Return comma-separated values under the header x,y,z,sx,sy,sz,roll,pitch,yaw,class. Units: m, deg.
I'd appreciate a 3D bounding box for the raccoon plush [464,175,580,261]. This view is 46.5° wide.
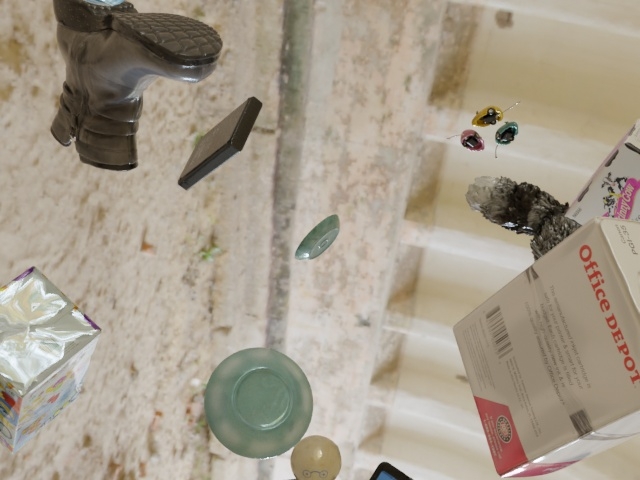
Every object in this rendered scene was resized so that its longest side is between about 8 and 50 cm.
x,y,z,sx,sy,sz,roll,pitch,yaw,class
0.438,0.092,1.383,0.299,0.447,0.216,-59,154,-29,raccoon plush

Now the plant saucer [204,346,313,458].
x,y,z,sx,sy,sz,roll,pitch,yaw,class
-0.102,0.276,1.286,0.037,0.195,0.194,127,-19,-64,plant saucer

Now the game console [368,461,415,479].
x,y,z,sx,sy,sz,roll,pitch,yaw,class
0.103,0.385,1.011,0.122,0.071,0.107,-56,-146,-7,game console

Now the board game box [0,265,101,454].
x,y,z,sx,sy,sz,roll,pitch,yaw,class
-0.447,0.187,1.115,0.144,0.142,0.275,-44,174,-39,board game box

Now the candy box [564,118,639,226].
x,y,z,sx,sy,sz,roll,pitch,yaw,class
0.474,-0.047,1.041,0.070,0.196,0.164,-47,166,-37,candy box

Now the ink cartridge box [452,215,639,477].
x,y,z,sx,sy,sz,roll,pitch,yaw,class
0.301,0.133,0.868,0.283,0.117,0.207,-51,-137,48,ink cartridge box

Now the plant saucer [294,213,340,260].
x,y,z,sx,sy,sz,roll,pitch,yaw,class
0.000,0.000,1.453,0.119,0.021,0.119,-42,163,-16,plant saucer

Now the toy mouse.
x,y,z,sx,sy,sz,roll,pitch,yaw,class
0.344,-0.220,1.524,0.143,0.161,0.031,50,27,-48,toy mouse

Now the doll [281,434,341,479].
x,y,z,sx,sy,sz,roll,pitch,yaw,class
0.002,0.231,0.562,0.046,0.129,0.188,-59,148,-71,doll

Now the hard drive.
x,y,z,sx,sy,sz,roll,pitch,yaw,class
-0.137,-0.130,1.007,0.135,0.022,0.094,-28,-146,45,hard drive

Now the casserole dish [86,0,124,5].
x,y,z,sx,sy,sz,roll,pitch,yaw,class
-0.220,-0.218,0.552,0.114,0.188,0.037,31,-77,55,casserole dish

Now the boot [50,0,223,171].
x,y,z,sx,sy,sz,roll,pitch,yaw,class
-0.249,-0.191,0.986,0.118,0.338,0.222,-11,119,-39,boot
